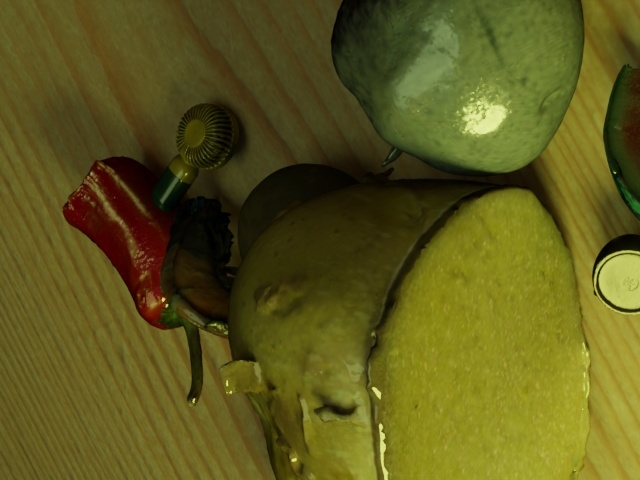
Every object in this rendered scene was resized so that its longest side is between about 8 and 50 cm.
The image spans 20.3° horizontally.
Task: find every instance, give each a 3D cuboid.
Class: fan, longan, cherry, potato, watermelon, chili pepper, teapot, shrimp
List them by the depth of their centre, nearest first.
[{"bbox_3d":[0.331,-0.046,1.690,0.231,0.146,0.128,40,134,23],"label":"watermelon"},{"bbox_3d":[0.137,-0.191,1.769,0.255,0.218,0.296,49,130,26],"label":"cherry"},{"bbox_3d":[0.319,0.024,1.803,0.076,0.068,0.121,41,116,-7],"label":"teapot"},{"bbox_3d":[0.059,0.146,1.867,0.319,0.385,0.442,7,127,40],"label":"potato"},{"bbox_3d":[0.000,0.000,2.056,0.204,0.159,0.185,-14,104,38],"label":"longan"},{"bbox_3d":[-0.089,0.037,2.178,0.290,0.222,0.054,-101,27,-57],"label":"shrimp"},{"bbox_3d":[-0.163,-0.101,2.218,0.082,0.039,0.155,47,112,33],"label":"fan"},{"bbox_3d":[-0.187,0.043,2.290,0.338,0.131,0.134,51,119,24],"label":"chili pepper"}]
